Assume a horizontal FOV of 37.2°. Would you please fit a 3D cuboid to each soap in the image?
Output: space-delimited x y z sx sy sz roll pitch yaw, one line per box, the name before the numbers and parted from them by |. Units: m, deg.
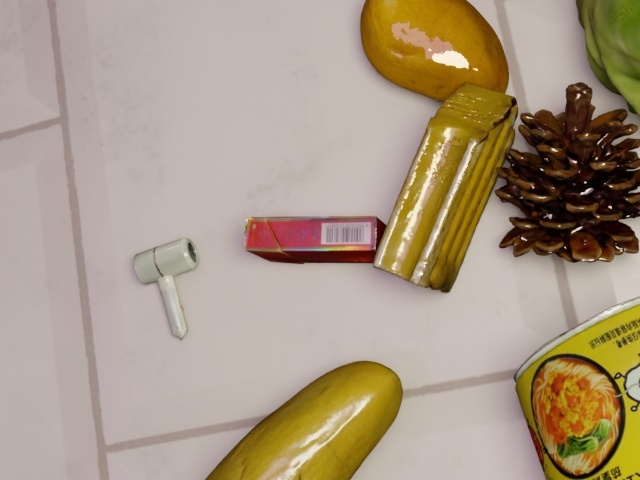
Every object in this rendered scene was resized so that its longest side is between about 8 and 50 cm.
soap | 0.162 -0.068 1.171 0.080 0.160 0.257 22 92 21

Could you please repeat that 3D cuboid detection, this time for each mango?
mango | 0.148 -0.255 1.250 0.147 0.109 0.227 -43 77 -10
mango | -0.035 0.279 1.161 0.331 0.195 0.142 -45 92 -11

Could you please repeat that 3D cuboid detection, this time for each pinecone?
pinecone | 0.301 -0.078 1.141 0.186 0.168 0.212 -6 91 1

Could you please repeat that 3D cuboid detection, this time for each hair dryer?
hair dryer | -0.203 0.072 1.325 0.082 0.047 0.137 -17 81 12

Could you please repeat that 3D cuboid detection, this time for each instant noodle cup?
instant noodle cup | 0.370 0.212 1.007 0.326 0.325 0.254 -27 64 10

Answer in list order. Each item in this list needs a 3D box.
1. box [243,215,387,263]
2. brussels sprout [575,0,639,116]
box | 0.000 0.001 1.241 0.175 0.112 0.048 0 81 17
brussels sprout | 0.494 -0.304 1.022 0.425 0.361 0.342 -15 80 12
